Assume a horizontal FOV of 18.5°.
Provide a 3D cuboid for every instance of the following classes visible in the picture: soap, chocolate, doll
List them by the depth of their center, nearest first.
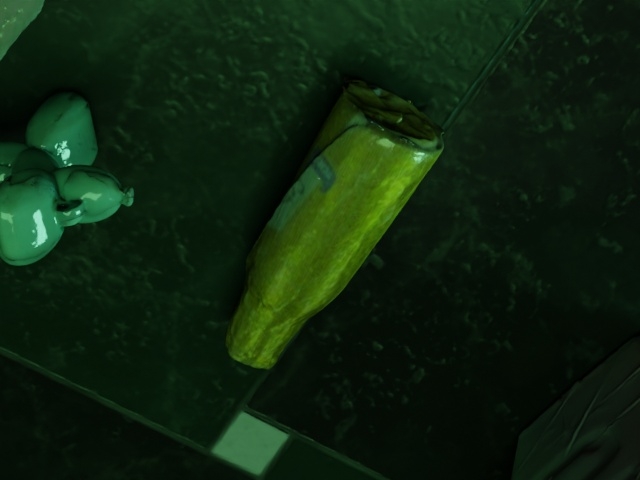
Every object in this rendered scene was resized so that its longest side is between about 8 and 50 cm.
[{"bbox_3d":[-0.193,-0.038,1.257,0.159,0.158,0.059,-3,120,5],"label":"doll"},{"bbox_3d":[0.218,0.229,1.336,0.109,0.324,0.193,37,111,-23],"label":"soap"},{"bbox_3d":[0.000,0.000,1.337,0.085,0.086,0.219,23,116,-15],"label":"chocolate"}]

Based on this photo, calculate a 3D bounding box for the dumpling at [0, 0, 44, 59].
[{"bbox_3d":[-0.293,-0.188,1.188,0.204,0.163,0.293,11,123,-49],"label":"dumpling"}]
